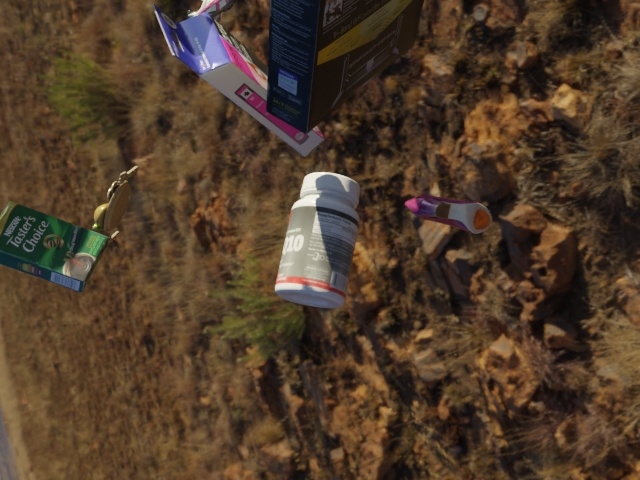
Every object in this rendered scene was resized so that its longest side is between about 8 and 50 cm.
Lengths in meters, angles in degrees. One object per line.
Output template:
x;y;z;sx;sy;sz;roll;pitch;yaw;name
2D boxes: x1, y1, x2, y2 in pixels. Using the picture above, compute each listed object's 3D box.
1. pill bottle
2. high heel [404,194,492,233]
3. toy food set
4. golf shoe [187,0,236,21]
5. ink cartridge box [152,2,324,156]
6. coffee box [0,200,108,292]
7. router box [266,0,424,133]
0.000;0.000;1.447;0.161;0.161;0.283;-18;57;59;pill bottle
0.337;-0.071;1.648;0.117;0.244;0.082;20;104;52;high heel
-0.470;-0.080;1.429;0.132;0.038;0.192;-80;12;-72;toy food set
-0.284;-0.660;1.738;0.086;0.186;0.067;41;174;-14;golf shoe
-0.145;-0.309;1.200;0.069;0.371;0.176;-41;51;18;ink cartridge box
-0.486;0.011;1.119;0.040;0.184;0.113;122;166;-47;coffee box
0.050;-0.333;0.906;0.081;0.309;0.243;32;144;18;router box
